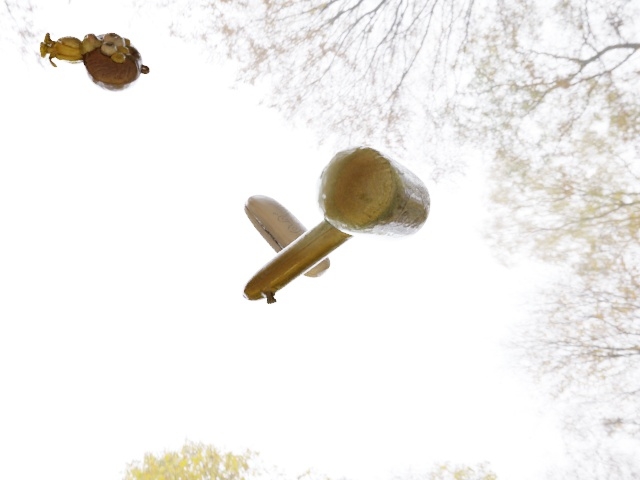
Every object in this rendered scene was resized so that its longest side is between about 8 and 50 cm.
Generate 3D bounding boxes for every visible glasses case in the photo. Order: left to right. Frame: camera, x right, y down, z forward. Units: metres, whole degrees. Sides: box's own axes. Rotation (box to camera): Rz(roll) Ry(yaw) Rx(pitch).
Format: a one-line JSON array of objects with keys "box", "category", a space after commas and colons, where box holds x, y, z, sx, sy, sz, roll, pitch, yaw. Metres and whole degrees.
[{"box": [-0.070, -0.012, 1.054, 0.092, 0.059, 0.233, -10, -131, -50], "category": "glasses case"}]

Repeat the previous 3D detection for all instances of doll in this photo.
[{"box": [-0.428, -0.347, 0.980, 0.188, 0.096, 0.145, -8, -128, -36], "category": "doll"}]

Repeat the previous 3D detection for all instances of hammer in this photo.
[{"box": [0.000, 0.000, 0.704, 0.305, 0.202, 0.113, -37, -114, 20], "category": "hammer"}]
